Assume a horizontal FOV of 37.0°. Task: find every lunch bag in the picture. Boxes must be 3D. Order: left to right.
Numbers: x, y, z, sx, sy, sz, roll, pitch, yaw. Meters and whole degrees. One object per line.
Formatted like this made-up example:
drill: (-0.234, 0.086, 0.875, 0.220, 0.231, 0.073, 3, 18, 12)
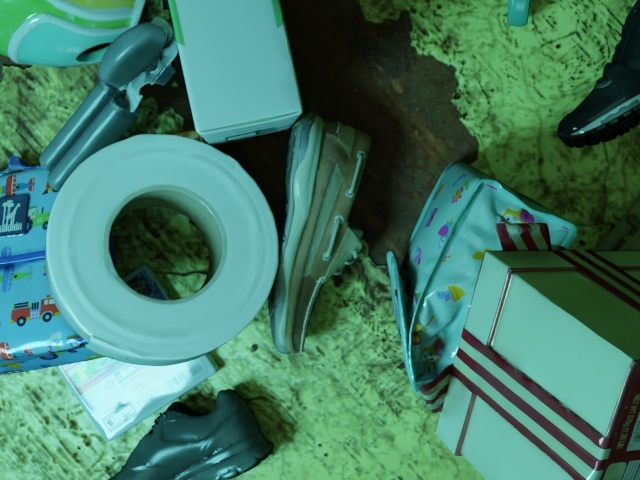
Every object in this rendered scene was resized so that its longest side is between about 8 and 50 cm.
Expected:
lunch bag: (-0.401, 0.024, 1.320, 0.221, 0.138, 0.293, -11, 75, 10)
lunch bag: (0.169, 0.048, 1.182, 0.160, 0.223, 0.262, 28, 100, -6)

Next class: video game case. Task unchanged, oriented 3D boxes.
video game case: (-0.275, 0.161, 1.364, 0.201, 0.023, 0.183, -34, 91, 12)

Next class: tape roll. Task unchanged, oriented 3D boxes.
tape roll: (-0.200, 0.015, 1.201, 0.286, 0.100, 0.286, 4, 77, -17)

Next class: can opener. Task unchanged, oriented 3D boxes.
can opener: (-0.277, -0.177, 1.220, 0.280, 0.093, 0.074, -46, 55, 27)

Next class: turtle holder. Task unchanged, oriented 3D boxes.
turtle holder: (-0.320, -0.351, 1.182, 0.228, 0.243, 0.320, 19, 138, -15)

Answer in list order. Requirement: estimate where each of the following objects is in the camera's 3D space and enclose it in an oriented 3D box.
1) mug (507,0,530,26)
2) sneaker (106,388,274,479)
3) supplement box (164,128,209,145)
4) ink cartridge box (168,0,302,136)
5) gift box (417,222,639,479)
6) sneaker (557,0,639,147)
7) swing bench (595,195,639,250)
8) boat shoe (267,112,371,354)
mug: (0.258, -0.363, 1.187, 0.129, 0.097, 0.157, -30, 91, 10)
sneaker: (-0.211, 0.301, 1.341, 0.286, 0.109, 0.130, -25, 83, 3)
supplement box: (-0.180, -0.100, 1.312, 0.062, 0.036, 0.098, -10, 95, 9)
ink cartridge box: (-0.107, -0.232, 1.155, 0.122, 0.289, 0.211, -13, 95, -4)
gift box: (0.265, 0.136, 0.968, 0.276, 0.258, 0.255, 6, 110, -28)
sneaker: (0.403, -0.229, 1.195, 0.283, 0.107, 0.124, -33, 76, 7)
swing bench: (0.419, 0.126, 1.191, 0.253, 0.165, 0.254, 40, 105, 2)
boat shoe: (0.000, 0.000, 1.259, 0.117, 0.123, 0.324, 7, 105, -10)
